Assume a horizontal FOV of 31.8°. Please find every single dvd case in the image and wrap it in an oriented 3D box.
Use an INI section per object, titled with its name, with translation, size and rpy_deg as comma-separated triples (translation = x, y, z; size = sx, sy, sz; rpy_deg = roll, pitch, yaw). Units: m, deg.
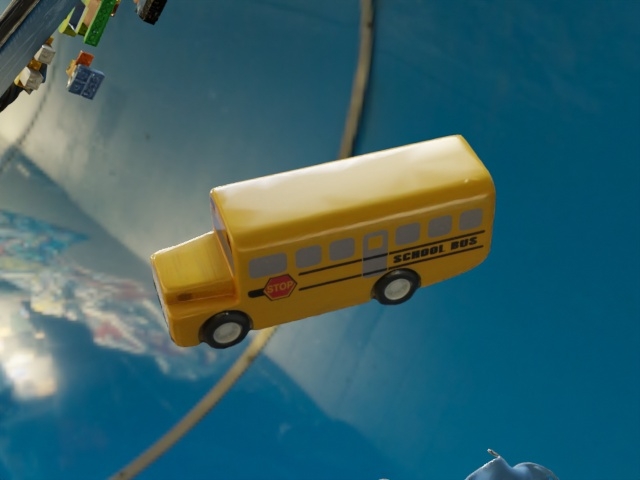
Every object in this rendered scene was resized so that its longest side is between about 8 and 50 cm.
[dvd case]
translation = -0.224, -0.144, 0.819
size = 0.221, 0.018, 0.164
rpy_deg = -52, -170, -7

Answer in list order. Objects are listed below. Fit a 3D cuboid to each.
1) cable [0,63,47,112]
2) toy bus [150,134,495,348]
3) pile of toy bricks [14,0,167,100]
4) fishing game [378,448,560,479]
[cable]
translation = -0.422, -0.217, 1.455
size = 0.047, 0.150, 0.184
rpy_deg = 57, -23, 5
[toy bus]
translation = 0.000, 0.000, 1.118
size = 0.108, 0.333, 0.130
rpy_deg = -116, -162, -44
[pile of toy bricks]
translation = -0.250, -0.258, 1.202
size = 0.212, 0.118, 0.105
rpy_deg = -59, -138, 16
[fishing game]
translation = 0.115, 0.225, 0.684
size = 0.041, 0.264, 0.189
rpy_deg = -17, -117, 44
